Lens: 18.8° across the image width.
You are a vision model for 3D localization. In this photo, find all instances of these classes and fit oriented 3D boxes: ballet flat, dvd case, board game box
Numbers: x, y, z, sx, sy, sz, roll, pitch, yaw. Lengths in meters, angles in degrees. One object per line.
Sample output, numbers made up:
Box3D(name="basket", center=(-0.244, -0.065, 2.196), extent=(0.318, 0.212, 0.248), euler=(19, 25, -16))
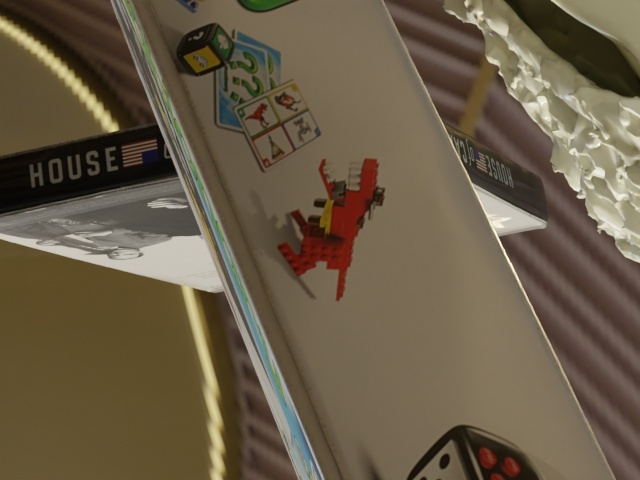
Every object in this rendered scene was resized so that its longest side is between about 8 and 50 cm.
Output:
Box3D(name="ballet flat", center=(0.089, -0.159, 0.759), extent=(0.147, 0.147, 0.409), euler=(-56, -134, 33))
Box3D(name="dvd case", center=(-0.019, -0.017, 0.828), extent=(0.179, 0.239, 0.029), euler=(-11, -101, 20))
Box3D(name="board game box", center=(0.000, 0.000, 0.481), extent=(0.193, 0.053, 0.305), euler=(78, -10, -63))
